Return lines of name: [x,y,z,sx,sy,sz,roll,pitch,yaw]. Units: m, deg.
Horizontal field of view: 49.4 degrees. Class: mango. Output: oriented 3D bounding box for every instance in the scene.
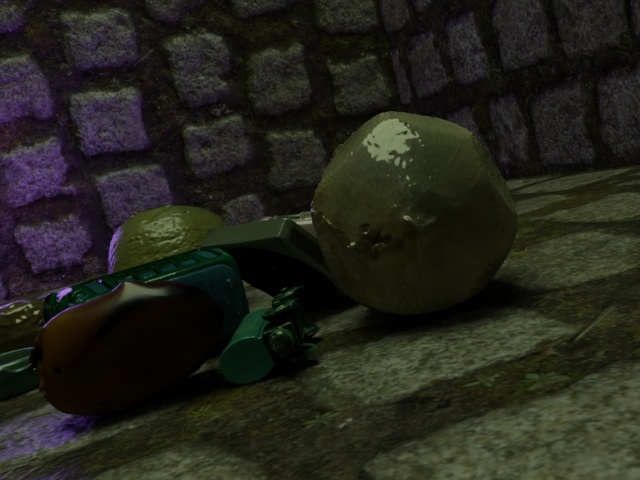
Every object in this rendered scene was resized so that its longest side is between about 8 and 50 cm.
mango: [-0.283,0.155,1.038,0.287,0.201,0.152,-26,28,-11]

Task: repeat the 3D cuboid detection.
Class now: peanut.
peanut: [-0.740,0.223,1.581,0.313,0.152,0.152,-16,6,-44]

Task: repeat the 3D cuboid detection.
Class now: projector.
projector: [-0.075,0.055,1.401,0.259,0.079,0.257,-8,-35,45]

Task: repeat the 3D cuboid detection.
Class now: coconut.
coconut: [0.152,-0.046,1.180,0.346,0.346,0.360,-13,-2,6]

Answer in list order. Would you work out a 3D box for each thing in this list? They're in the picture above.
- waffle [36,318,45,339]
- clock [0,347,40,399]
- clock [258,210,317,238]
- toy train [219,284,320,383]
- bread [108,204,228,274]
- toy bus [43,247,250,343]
waffle: [-0.493,0.194,1.467,0.193,0.070,0.197,3,-9,-28]
clock: [-0.599,0.257,1.342,0.211,0.066,0.159,-12,7,14]
clock: [0.000,0.000,1.881,0.326,0.184,0.342,-10,11,-4]
toy train: [-0.084,0.150,1.101,0.159,0.101,0.248,-27,4,3]
bread: [-0.346,0.066,1.665,0.321,0.237,0.320,-8,-33,-6]
toy bus: [-0.298,0.136,1.255,0.344,0.183,0.199,-19,9,-30]
